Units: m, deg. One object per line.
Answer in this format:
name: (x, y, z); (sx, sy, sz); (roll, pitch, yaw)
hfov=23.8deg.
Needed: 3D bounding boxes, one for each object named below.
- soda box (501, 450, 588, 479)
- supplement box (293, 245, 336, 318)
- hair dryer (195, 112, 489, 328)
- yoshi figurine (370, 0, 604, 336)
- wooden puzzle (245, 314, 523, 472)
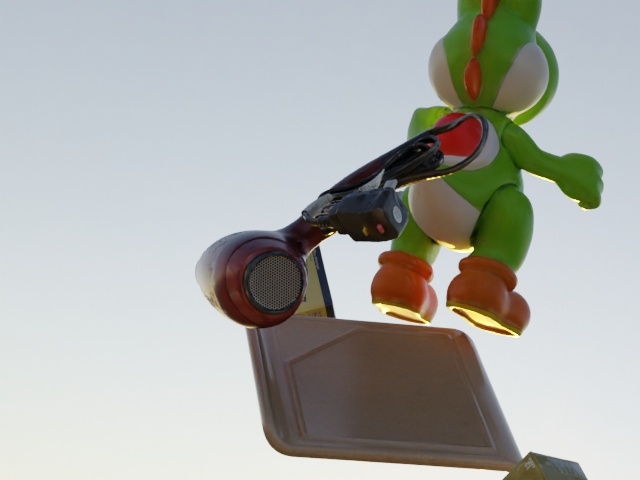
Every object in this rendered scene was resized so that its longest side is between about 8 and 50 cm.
soda box: (0.187, 0.241, 1.086); (0.058, 0.181, 0.061); (18, -57, -39)
supplement box: (-0.031, 0.058, 1.575); (0.083, 0.083, 0.056); (-13, -36, -1)
hair dryer: (0.000, 0.000, 1.270); (0.293, 0.080, 0.223); (-21, 10, 34)
yoshi figurine: (0.169, -0.087, 1.527); (0.203, 0.362, 0.203); (15, -11, -16)
wooden puzzle: (0.050, 0.137, 1.352); (0.239, 0.044, 0.221); (10, 26, -14)
